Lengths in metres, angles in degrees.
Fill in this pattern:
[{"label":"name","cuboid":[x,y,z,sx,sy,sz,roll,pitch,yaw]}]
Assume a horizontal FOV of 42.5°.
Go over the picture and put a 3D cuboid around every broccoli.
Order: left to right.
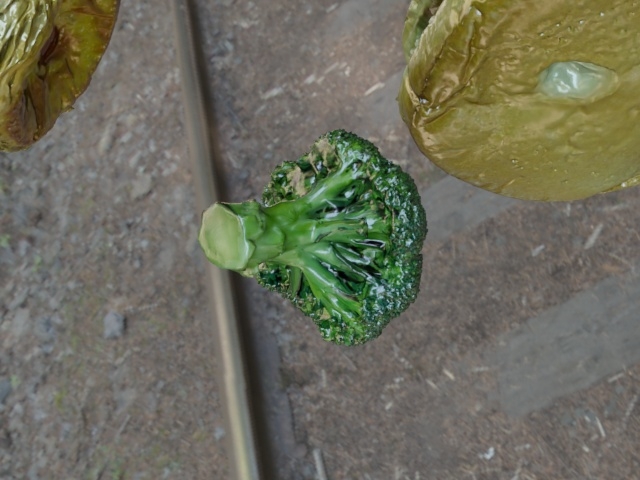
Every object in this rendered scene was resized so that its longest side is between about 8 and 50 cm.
[{"label":"broccoli","cuboid":[0.000,0.000,1.078,0.297,0.297,0.297,9,103,45]}]

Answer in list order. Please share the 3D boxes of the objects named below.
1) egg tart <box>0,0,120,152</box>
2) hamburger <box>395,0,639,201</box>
[{"label":"egg tart","cuboid":[-0.324,-0.238,0.921,0.295,0.116,0.295,-155,90,-88]},{"label":"hamburger","cuboid":[0.139,-0.118,0.429,0.189,0.215,0.122,5,57,-12]}]
